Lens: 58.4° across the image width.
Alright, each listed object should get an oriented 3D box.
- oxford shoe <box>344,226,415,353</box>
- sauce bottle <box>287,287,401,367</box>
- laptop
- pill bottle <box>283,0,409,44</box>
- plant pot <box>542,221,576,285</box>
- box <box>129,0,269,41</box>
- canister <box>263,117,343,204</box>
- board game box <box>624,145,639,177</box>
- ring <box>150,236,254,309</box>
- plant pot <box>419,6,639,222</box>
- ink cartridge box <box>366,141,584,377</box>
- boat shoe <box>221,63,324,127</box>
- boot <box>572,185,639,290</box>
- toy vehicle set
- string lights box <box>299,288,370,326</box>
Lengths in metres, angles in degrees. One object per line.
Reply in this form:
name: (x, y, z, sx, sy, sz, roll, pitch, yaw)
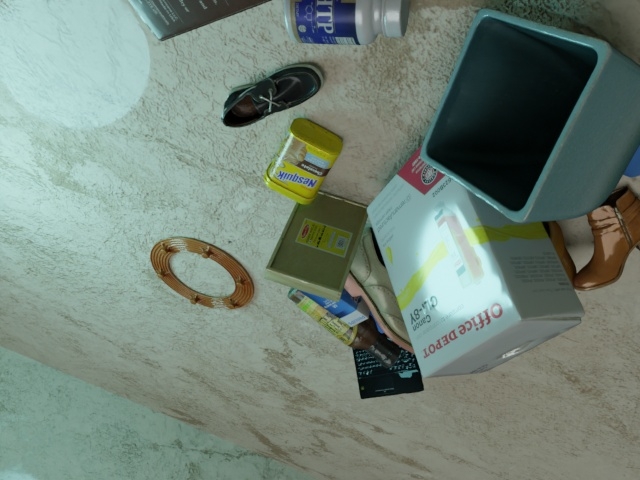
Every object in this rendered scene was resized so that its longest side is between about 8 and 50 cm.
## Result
oxford shoe: (0.195, 0.136, 1.406, 0.146, 0.140, 0.397, -39, 106, 23)
sauce bottle: (0.071, 0.217, 1.561, 0.344, 0.111, 0.111, 38, 139, -4)
laptop: (0.148, 0.325, 1.670, 0.234, 0.264, 0.137, -21, 162, 40)
pill bottle: (0.045, -0.376, 0.929, 0.187, 0.112, 0.112, 7, 139, 16)
plant pot: (0.430, 0.046, 1.196, 0.188, 0.205, 0.205, 30, 143, -35)
box: (-0.108, -0.438, 0.829, 0.382, 0.191, 0.143, -2, 138, 34)
canister: (-0.038, -0.170, 1.236, 0.126, 0.073, 0.170, 26, 139, -7)
board game box: (0.515, -0.187, 0.988, 0.169, 0.033, 0.133, 28, 140, 27)
ring: (-0.364, 0.113, 1.739, 0.337, 0.032, 0.336, 13, 140, 11)
plant pot: (0.358, -0.177, 0.878, 0.252, 0.247, 0.247, 4, 117, -32)
ink cartridge box: (0.264, 0.027, 1.068, 0.160, 0.384, 0.279, 0, 149, -30)
boat shoe: (-0.097, -0.279, 1.133, 0.233, 0.079, 0.084, -11, 130, 31)
boot: (0.557, -0.003, 1.130, 0.197, 0.073, 0.152, -38, 110, 8)
toy vehicle set: (0.000, 0.000, 1.261, 0.166, 0.266, 0.035, 19, 140, 5)
string lights box: (0.019, 0.092, 1.462, 0.260, 0.133, 0.077, 36, 137, -18)
